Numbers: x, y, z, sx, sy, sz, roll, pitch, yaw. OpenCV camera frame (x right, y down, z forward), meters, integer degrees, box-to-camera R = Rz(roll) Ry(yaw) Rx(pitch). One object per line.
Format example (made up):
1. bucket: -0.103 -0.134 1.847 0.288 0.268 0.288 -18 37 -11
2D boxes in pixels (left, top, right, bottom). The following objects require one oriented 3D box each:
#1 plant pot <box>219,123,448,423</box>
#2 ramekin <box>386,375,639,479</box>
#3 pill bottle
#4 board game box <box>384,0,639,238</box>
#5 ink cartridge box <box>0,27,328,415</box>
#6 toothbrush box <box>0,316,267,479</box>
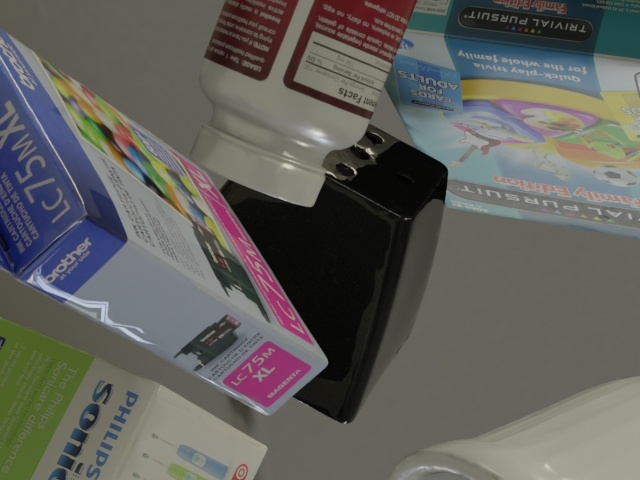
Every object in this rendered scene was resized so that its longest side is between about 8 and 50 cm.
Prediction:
1. plant pot: 0.000 0.000 1.492 0.188 0.187 0.167 30 -62 6
2. ramekin: 0.160 0.202 0.939 0.277 0.135 0.277 48 -28 36
3. pill bottle: -0.006 -0.098 0.900 0.086 0.086 0.152 29 -81 55
4. board game box: 0.191 -0.104 1.481 0.254 0.079 0.336 10 -20 20
5. ink cartridge box: -0.129 -0.022 1.100 0.311 0.065 0.186 32 19 -52
6. toothbrush box: -0.207 0.161 1.203 0.283 0.206 0.122 17 -13 41
